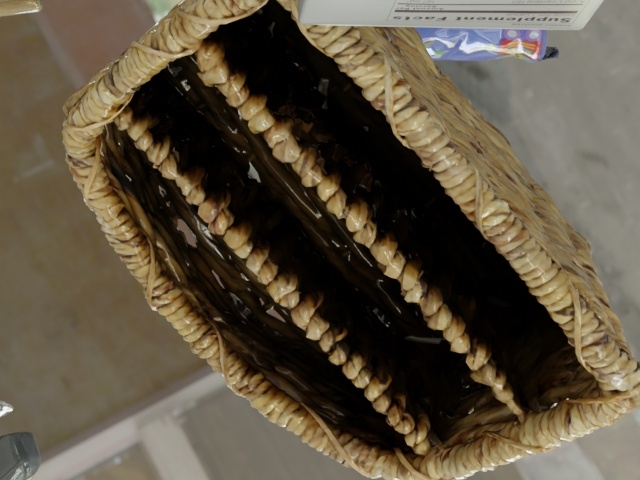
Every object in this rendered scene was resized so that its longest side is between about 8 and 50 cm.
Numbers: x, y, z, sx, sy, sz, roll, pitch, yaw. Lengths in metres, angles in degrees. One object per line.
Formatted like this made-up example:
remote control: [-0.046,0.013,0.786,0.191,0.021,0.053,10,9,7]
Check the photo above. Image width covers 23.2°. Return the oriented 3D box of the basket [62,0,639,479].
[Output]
basket: [0.000,0.000,0.851,0.299,0.213,0.223,49,-166,-13]

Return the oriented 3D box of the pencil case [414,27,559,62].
pencil case: [0.060,-0.208,1.420,0.133,0.306,0.119,72,-168,-83]

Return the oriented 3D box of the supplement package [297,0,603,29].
supplement package: [0.065,-0.185,0.599,0.244,0.134,0.139,114,156,-75]

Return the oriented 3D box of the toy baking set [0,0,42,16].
toy baking set: [-0.320,-0.245,1.164,0.030,0.256,0.196,150,137,-88]

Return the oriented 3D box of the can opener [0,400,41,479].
can opener: [-0.341,0.191,1.172,0.074,0.280,0.093,13,-126,-63]
